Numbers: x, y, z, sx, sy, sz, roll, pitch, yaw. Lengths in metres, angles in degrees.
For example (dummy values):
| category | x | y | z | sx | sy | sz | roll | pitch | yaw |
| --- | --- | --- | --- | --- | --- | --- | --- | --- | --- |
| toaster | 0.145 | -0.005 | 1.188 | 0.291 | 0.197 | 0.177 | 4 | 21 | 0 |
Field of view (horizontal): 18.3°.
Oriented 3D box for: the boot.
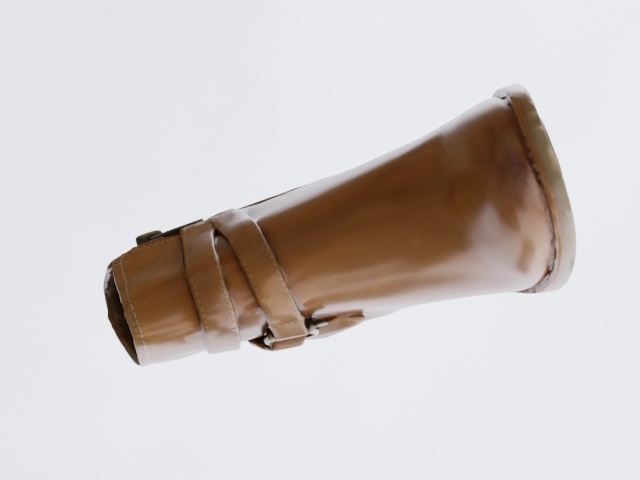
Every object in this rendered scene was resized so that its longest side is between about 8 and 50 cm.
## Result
| category | x | y | z | sx | sy | sz | roll | pitch | yaw |
| --- | --- | --- | --- | --- | --- | --- | --- | --- | --- |
| boot | 0.000 | 0.000 | 1.046 | 0.283 | 0.220 | 0.109 | 168 | -92 | -76 |
